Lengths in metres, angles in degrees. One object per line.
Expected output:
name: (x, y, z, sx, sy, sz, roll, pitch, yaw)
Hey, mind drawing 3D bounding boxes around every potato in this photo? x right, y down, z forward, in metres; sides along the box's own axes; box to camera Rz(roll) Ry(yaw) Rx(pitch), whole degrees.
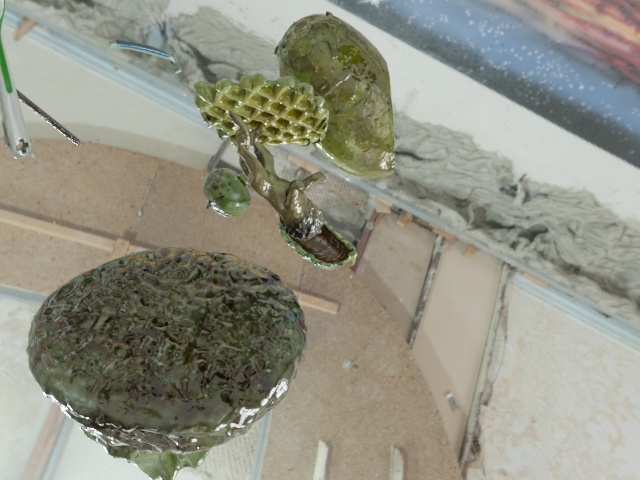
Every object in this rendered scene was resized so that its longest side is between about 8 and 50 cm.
potato: (0.043, -0.235, 0.863, 0.298, 0.176, 0.141, 57, -165, -22)

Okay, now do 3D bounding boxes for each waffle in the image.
waffle: (-0.079, -0.176, 0.711, 0.184, 0.169, 0.036, 1, -107, 6)

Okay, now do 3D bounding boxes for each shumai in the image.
shumai: (-0.241, 0.228, 0.822, 0.396, 0.348, 0.395, 12, -148, -7)

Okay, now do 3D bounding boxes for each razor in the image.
razor: (-0.447, -0.484, 1.312, 0.191, 0.037, 0.068, 2, -130, -48)

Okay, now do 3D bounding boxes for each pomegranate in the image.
pomegranate: (-0.203, -0.124, 1.207, 0.162, 0.122, 0.122, -36, -103, 0)

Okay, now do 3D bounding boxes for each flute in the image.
flute: (-0.519, -0.249, 0.886, 0.014, 0.269, 0.014, -12, -122, 20)

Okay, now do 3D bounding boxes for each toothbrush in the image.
toothbrush: (-0.436, -0.309, 0.679, 0.040, 0.417, 0.042, 13, -151, 20)

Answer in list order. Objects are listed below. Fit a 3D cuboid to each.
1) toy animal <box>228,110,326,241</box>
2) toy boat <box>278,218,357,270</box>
toy animal: (-0.049, -0.080, 0.669, 0.219, 0.086, 0.069, 56, -152, -28)
toy boat: (0.004, 0.010, 1.135, 0.109, 0.099, 0.293, -31, -144, -17)
